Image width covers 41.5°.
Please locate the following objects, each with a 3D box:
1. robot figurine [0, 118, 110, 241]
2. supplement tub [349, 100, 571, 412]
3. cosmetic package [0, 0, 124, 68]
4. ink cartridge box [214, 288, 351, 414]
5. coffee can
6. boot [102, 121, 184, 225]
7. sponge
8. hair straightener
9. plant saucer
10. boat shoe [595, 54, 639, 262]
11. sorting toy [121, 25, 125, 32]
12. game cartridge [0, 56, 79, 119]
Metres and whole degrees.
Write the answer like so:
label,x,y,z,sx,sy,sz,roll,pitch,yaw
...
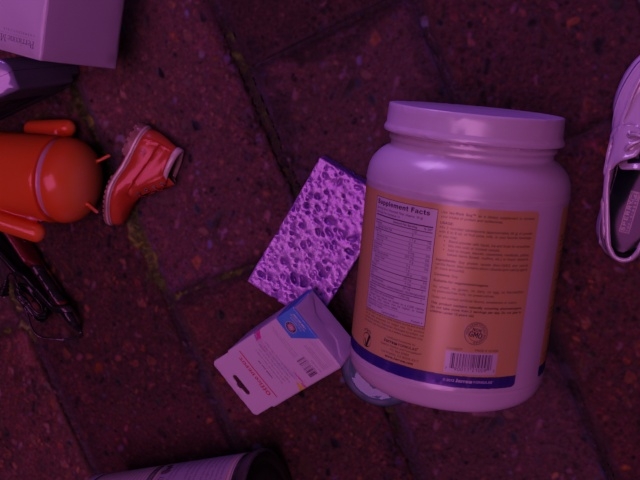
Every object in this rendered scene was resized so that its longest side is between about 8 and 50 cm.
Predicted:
label,x,y,z,sx,sy,sz,roll,pitch,yaw
robot figurine,-0.407,-0.088,1.208,0.219,0.158,0.128,6,124,14
supplement tub,0.165,0.009,1.011,0.241,0.241,0.331,8,102,14
cosmetic package,-0.378,-0.360,1.113,0.224,0.138,0.225,19,107,29
ink cartridge box,-0.052,0.158,1.177,0.181,0.061,0.104,-35,94,35
coffee can,-0.191,0.417,1.208,0.275,0.201,0.202,-13,97,18
boot,-0.253,-0.080,1.206,0.084,0.059,0.158,28,105,3
sponge,0.000,0.000,1.164,0.117,0.031,0.210,33,108,7
hair straightener,-0.450,0.066,1.299,0.089,0.047,0.230,-36,94,19
plant saucer,0.084,0.179,1.181,0.119,0.021,0.119,3,102,15
boat shoe,0.389,-0.097,1.010,0.095,0.084,0.258,6,102,14
sorting toy,-0.308,-0.304,1.190,0.061,0.042,0.102,29,119,24
game cartridge,-0.506,-0.183,1.180,0.297,0.198,0.062,-20,95,17
